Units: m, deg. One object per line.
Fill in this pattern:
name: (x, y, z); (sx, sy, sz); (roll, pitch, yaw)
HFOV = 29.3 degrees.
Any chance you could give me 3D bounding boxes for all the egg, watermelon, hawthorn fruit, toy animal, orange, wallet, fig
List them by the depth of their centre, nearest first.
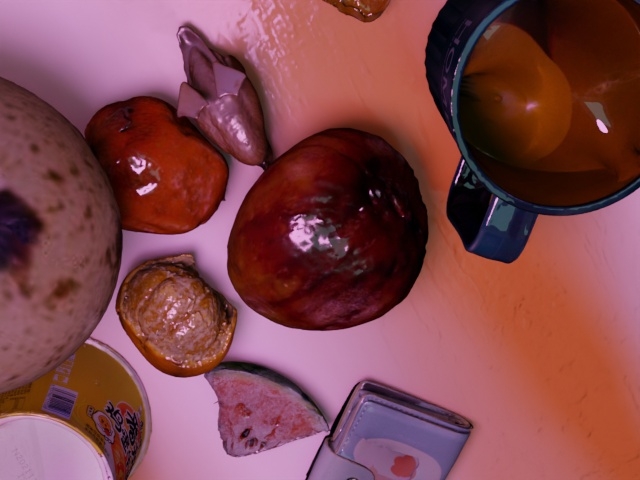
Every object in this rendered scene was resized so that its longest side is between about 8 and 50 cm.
egg: (-0.416, -0.018, 1.253); (0.428, 0.345, 0.345); (22, 105, -11)
hawthorn fruit: (-0.196, -0.086, 1.430); (0.179, 0.173, 0.173); (17, 105, -2)
fig: (0.007, -0.003, 1.445); (0.224, 0.224, 0.263); (42, 101, -13)
toy animal: (-0.111, -0.165, 1.446); (0.089, 0.179, 0.188); (-30, 69, 7)
orange: (-0.173, 0.090, 1.498); (0.134, 0.156, 0.156); (-46, 108, -30)
watermelon: (-0.087, 0.218, 1.583); (0.187, 0.071, 0.139); (31, 110, -20)
wallet: (0.070, 0.320, 1.617); (0.176, 0.075, 0.250); (22, 105, -15)

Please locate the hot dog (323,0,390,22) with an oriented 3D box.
hot dog: (-0.047, -0.345, 1.411); (0.289, 0.068, 0.083); (30, 81, -7)

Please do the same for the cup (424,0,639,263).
cup: (0.248, -0.154, 1.365); (0.242, 0.292, 0.308); (-12, 108, 1)

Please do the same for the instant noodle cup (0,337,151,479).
instant noodle cup: (-0.343, 0.266, 1.512); (0.264, 0.200, 0.264); (-1, 107, -4)
